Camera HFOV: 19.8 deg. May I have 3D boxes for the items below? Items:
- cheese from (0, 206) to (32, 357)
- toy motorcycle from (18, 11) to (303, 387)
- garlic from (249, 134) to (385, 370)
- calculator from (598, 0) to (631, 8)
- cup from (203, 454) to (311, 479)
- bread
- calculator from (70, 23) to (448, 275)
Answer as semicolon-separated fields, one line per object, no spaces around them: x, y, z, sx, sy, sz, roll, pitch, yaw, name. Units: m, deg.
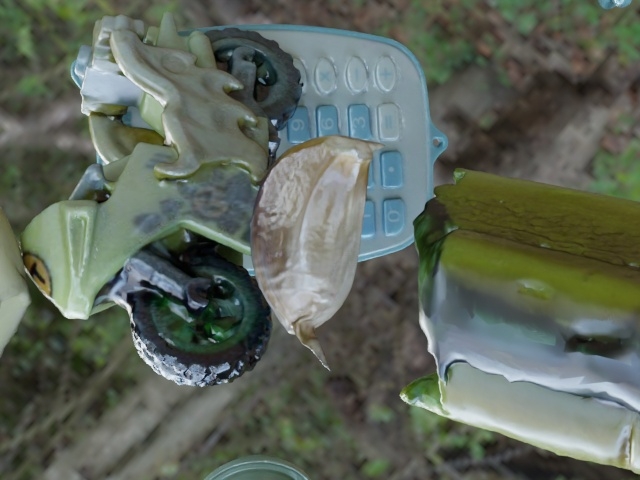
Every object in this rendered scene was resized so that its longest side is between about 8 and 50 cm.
-0.376;0.030;1.658;0.233;0.127;0.266;54;137;15;cheese
-0.144;-0.053;1.713;0.237;0.410;0.168;14;141;-9;toy motorcycle
-0.006;0.009;1.570;0.090;0.198;0.128;16;173;-26;garlic
0.169;-0.184;1.126;0.141;0.019;0.094;28;-139;-83;calculator
-0.052;0.272;1.641;0.120;0.120;0.141;48;-167;-30;cup
0.256;0.079;1.570;0.376;0.251;0.208;10;122;23;bread
-0.058;-0.093;1.886;0.386;0.256;0.054;-3;180;-8;calculator
